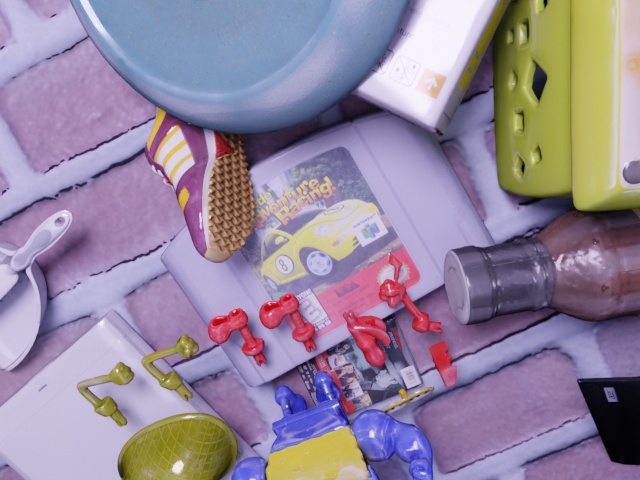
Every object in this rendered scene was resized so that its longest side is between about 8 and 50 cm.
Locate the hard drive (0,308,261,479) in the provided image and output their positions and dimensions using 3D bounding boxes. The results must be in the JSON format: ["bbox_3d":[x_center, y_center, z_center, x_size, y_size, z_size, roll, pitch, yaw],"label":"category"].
[{"bbox_3d":[-0.196,0.250,0.707,0.203,0.040,0.307,-39,101,10],"label":"hard drive"}]

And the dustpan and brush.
[{"bbox_3d":[-0.313,0.034,0.638,0.211,0.060,0.147,-40,101,10],"label":"dustpan and brush"}]

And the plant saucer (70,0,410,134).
[{"bbox_3d":[-0.083,-0.228,0.455,0.317,0.044,0.317,11,116,23],"label":"plant saucer"}]

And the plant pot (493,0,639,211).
[{"bbox_3d":[0.277,-0.141,0.515,0.227,0.207,0.228,-5,104,2],"label":"plant pot"}]

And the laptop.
[{"bbox_3d":[0.405,0.117,0.623,0.264,0.136,0.234,-49,135,-10],"label":"laptop"}]

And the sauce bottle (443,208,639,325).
[{"bbox_3d":[0.288,0.013,0.586,0.344,0.111,0.111,-8,105,-6],"label":"sauce bottle"}]

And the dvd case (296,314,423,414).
[{"bbox_3d":[0.040,0.140,0.690,0.119,0.013,0.087,-23,104,7],"label":"dvd case"}]

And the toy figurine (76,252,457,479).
[{"bbox_3d":[-0.037,0.190,0.550,0.362,0.217,0.191,-20,120,2],"label":"toy figurine"}]

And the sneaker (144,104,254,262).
[{"bbox_3d":[-0.115,-0.061,0.580,0.084,0.069,0.185,-17,64,24],"label":"sneaker"}]

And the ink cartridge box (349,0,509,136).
[{"bbox_3d":[0.027,-0.285,0.499,0.303,0.072,0.307,29,98,15],"label":"ink cartridge box"}]

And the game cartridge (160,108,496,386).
[{"bbox_3d":[0.000,0.000,0.634,0.294,0.060,0.196,-31,99,8],"label":"game cartridge"}]
